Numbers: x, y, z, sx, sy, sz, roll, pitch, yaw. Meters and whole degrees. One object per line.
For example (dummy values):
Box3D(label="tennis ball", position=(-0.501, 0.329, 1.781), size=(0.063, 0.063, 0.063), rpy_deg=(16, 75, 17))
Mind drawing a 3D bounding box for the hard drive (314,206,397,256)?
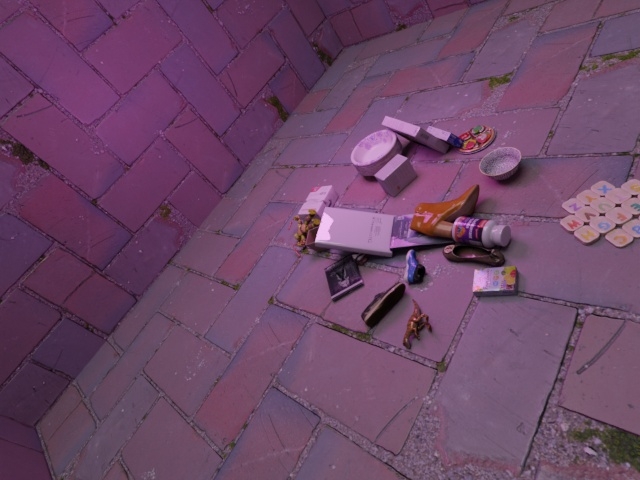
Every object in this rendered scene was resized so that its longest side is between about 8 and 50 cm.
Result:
Box3D(label="hard drive", position=(0.171, -0.044, 1.890), size=(0.353, 0.047, 0.233), rpy_deg=(8, 52, 10))

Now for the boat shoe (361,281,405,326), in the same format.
Box3D(label="boat shoe", position=(0.248, 0.245, 1.626), size=(0.223, 0.080, 0.073), rpy_deg=(-48, 41, -2))

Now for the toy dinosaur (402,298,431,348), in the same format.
Box3D(label="toy dinosaur", position=(0.353, 0.293, 1.491), size=(0.112, 0.064, 0.211), rpy_deg=(-5, 48, 41))

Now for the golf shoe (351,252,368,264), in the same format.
Box3D(label="golf shoe", position=(0.200, 0.020, 1.906), size=(0.068, 0.086, 0.186), rpy_deg=(-11, 43, 39))

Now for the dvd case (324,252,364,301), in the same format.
Box3D(label="dvd case", position=(0.107, 0.169, 1.890), size=(0.165, 0.018, 0.221), rpy_deg=(-31, 36, 12))

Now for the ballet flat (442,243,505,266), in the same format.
Box3D(label="ballet flat", position=(0.580, 0.048, 1.546), size=(0.250, 0.058, 0.084), rpy_deg=(13, 61, 49))

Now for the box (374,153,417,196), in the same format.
Box3D(label="box", position=(0.388, -0.334, 2.072), size=(0.170, 0.130, 0.091), rpy_deg=(-41, 36, -1))

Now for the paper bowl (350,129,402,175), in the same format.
Box3D(label="paper bowl", position=(0.325, -0.475, 2.265), size=(0.284, 0.148, 0.284), rpy_deg=(-24, 38, 21))

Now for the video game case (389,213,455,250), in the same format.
Box3D(label="video game case", position=(0.447, -0.047, 1.766), size=(0.274, 0.026, 0.196), rpy_deg=(-8, 46, 27))

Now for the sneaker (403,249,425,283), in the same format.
Box3D(label="sneaker", position=(0.396, 0.103, 1.655), size=(0.085, 0.058, 0.152), rpy_deg=(-13, 48, 42))

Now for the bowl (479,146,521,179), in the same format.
Box3D(label="bowl", position=(0.780, -0.313, 1.728), size=(0.170, 0.080, 0.170), rpy_deg=(-25, 37, 21))

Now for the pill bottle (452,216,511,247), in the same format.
Box3D(label="pill bottle", position=(0.619, -0.030, 1.550), size=(0.194, 0.108, 0.108), rpy_deg=(13, 61, 49))

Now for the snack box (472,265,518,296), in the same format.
Box3D(label="snack box", position=(0.618, 0.145, 1.424), size=(0.141, 0.037, 0.100), rpy_deg=(-9, 45, 37))

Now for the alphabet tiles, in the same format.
Box3D(label="alphabet tiles", position=(0.983, -0.099, 1.363), size=(0.284, 0.021, 0.278), rpy_deg=(-33, 36, 11))

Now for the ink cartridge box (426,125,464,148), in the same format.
Box3D(label="ink cartridge box", position=(0.634, -0.531, 2.061), size=(0.046, 0.097, 0.207), rpy_deg=(-62, 26, 16))

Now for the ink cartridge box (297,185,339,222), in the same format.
Box3D(label="ink cartridge box", position=(-0.012, -0.207, 2.340), size=(0.159, 0.092, 0.217), rpy_deg=(0, 51, 43))

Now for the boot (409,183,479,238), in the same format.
Box3D(label="boot", position=(0.524, -0.143, 1.716), size=(0.211, 0.104, 0.295), rpy_deg=(22, 67, 42))

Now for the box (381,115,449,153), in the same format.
Box3D(label="box", position=(0.497, -0.560, 2.128), size=(0.058, 0.232, 0.322), rpy_deg=(-62, 33, 14))

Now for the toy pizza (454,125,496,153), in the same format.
Box3D(label="toy pizza", position=(0.761, -0.507, 1.994), size=(0.201, 0.032, 0.201), rpy_deg=(-25, 38, 21))

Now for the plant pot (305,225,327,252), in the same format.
Box3D(label="plant pot", position=(0.000, 0.000, 2.103), size=(0.109, 0.096, 0.109), rpy_deg=(-18, 40, 29))

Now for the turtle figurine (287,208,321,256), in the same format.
Box3D(label="turtle figurine", position=(-0.083, -0.055, 2.229), size=(0.217, 0.087, 0.269), rpy_deg=(-46, 40, 37))
